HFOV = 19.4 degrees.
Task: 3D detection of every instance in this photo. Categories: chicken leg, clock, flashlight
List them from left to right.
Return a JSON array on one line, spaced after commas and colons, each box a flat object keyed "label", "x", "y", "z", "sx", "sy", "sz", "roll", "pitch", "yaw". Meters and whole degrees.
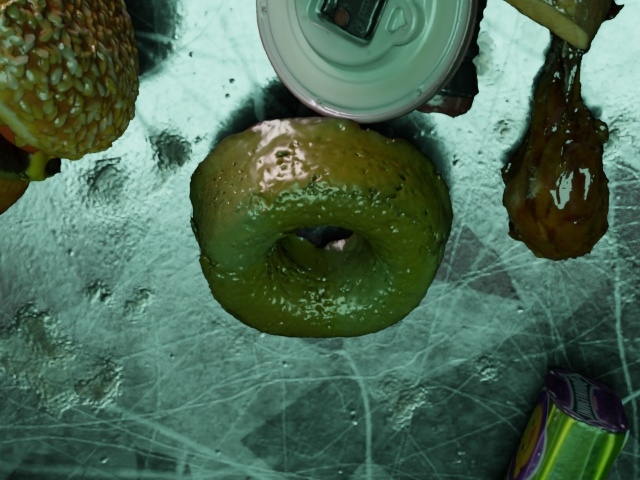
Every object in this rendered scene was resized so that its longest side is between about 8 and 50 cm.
[{"label": "clock", "x": 0.041, "y": -0.235, "z": 1.810, "sx": 0.244, "sy": 0.056, "sz": 0.244, "roll": 3, "pitch": 96, "yaw": 29}, {"label": "flashlight", "x": 0.131, "y": -0.241, "z": 1.840, "sx": 0.093, "sy": 0.093, "sz": 0.232, "roll": 13, "pitch": 103, "yaw": 0}, {"label": "chicken leg", "x": 0.239, "y": -0.126, "z": 1.867, "sx": 0.113, "sy": 0.093, "sz": 0.304, "roll": 6, "pitch": 104, "yaw": 16}]

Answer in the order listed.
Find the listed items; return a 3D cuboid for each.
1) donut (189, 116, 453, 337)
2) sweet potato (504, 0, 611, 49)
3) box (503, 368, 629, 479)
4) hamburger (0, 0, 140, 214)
[{"label": "donut", "x": 0.000, "y": 0.000, "z": 1.867, "sx": 0.272, "sy": 0.107, "sz": 0.272, "roll": 2, "pitch": 136, "yaw": 2}, {"label": "sweet potato", "x": 0.260, "y": -0.354, "z": 1.771, "sx": 0.131, "sy": 0.131, "sz": 0.336, "roll": 23, "pitch": 84, "yaw": -3}, {"label": "box", "x": 0.215, "y": 0.315, "z": 1.978, "sx": 0.097, "sy": 0.134, "sz": 0.345, "roll": 19, "pitch": 109, "yaw": -6}, {"label": "hamburger", "x": -0.326, "y": -0.195, "z": 1.769, "sx": 0.250, "sy": 0.330, "sz": 0.330, "roll": -35, "pitch": 101, "yaw": 13}]
